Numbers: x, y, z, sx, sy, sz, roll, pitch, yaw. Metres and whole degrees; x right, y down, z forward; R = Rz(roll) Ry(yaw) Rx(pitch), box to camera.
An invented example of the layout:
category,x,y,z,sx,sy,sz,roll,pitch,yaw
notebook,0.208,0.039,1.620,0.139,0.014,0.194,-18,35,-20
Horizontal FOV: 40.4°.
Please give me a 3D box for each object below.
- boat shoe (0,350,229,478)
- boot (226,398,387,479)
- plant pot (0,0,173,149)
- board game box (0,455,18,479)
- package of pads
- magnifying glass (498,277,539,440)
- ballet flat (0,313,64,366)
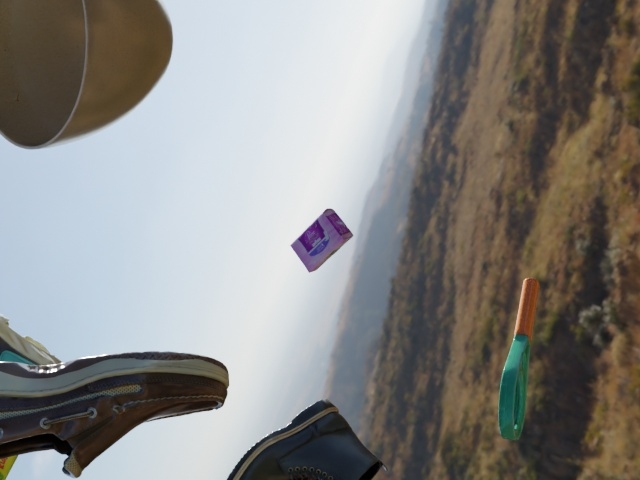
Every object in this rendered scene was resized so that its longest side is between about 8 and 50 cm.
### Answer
category,x,y,z,sx,sy,sz,roll,pitch,yaw
boat shoe,-0.204,0.155,0.741,0.095,0.257,0.095,107,158,-64
boot,-0.021,0.322,1.194,0.198,0.137,0.077,-38,-36,-17
plant pot,-0.306,-0.266,1.139,0.190,0.284,0.284,-10,-48,-48
board game box,-0.510,0.344,1.296,0.043,0.092,0.181,53,-139,-36
package of pads,0.000,0.000,1.166,0.083,0.050,0.032,-44,-12,35
magnifying glass,0.261,0.150,1.135,0.092,0.026,0.231,65,-146,-47
ballet flat,-0.545,0.179,1.504,0.086,0.248,0.086,-53,4,5
